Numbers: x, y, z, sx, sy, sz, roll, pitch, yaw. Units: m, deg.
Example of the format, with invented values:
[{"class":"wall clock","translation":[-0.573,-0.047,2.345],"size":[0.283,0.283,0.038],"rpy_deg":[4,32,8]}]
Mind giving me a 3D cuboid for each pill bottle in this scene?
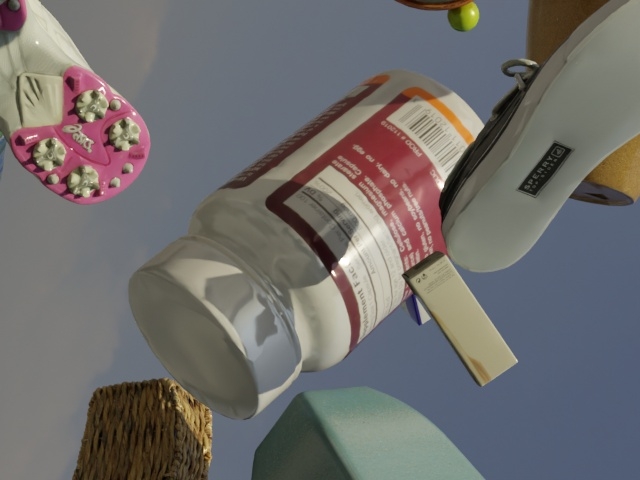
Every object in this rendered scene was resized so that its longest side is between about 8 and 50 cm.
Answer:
[{"class":"pill bottle","translation":[0.000,0.000,1.182],"size":[0.392,0.224,0.224],"rpy_deg":[-39,-167,-31]}]

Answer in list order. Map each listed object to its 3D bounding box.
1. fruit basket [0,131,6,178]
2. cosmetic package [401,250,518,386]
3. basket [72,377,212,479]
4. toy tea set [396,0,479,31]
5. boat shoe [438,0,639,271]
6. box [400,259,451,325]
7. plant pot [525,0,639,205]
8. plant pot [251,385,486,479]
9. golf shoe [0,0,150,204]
[{"class":"fruit basket","translation":[-0.430,-0.192,1.292],"size":[0.353,0.165,0.327],"rpy_deg":[-62,-170,21]},{"class":"cosmetic package","translation":[0.121,0.068,0.965],"size":[0.041,0.115,0.060],"rpy_deg":[-34,-178,0]},{"class":"basket","translation":[-0.267,0.406,1.825],"size":[0.213,0.223,0.299],"rpy_deg":[-11,-129,23]},{"class":"toy tea set","translation":[0.020,-0.270,0.587],"size":[0.200,0.336,0.124],"rpy_deg":[-49,-169,34]},{"class":"boat shoe","translation":[0.206,-0.109,0.937],"size":[0.306,0.113,0.105],"rpy_deg":[-58,-156,31]},{"class":"box","translation":[0.116,0.025,1.514],"size":[0.072,0.126,0.137],"rpy_deg":[-34,-130,-14]},{"class":"plant pot","translation":[0.332,-0.177,1.262],"size":[0.237,0.237,0.254],"rpy_deg":[5,-101,63]},{"class":"plant pot","translation":[0.043,0.347,1.548],"size":[0.247,0.247,0.252],"rpy_deg":[-55,-128,30]},{"class":"golf shoe","translation":[-0.264,-0.160,0.868],"size":[0.115,0.306,0.140],"rpy_deg":[-38,-148,-5]}]
